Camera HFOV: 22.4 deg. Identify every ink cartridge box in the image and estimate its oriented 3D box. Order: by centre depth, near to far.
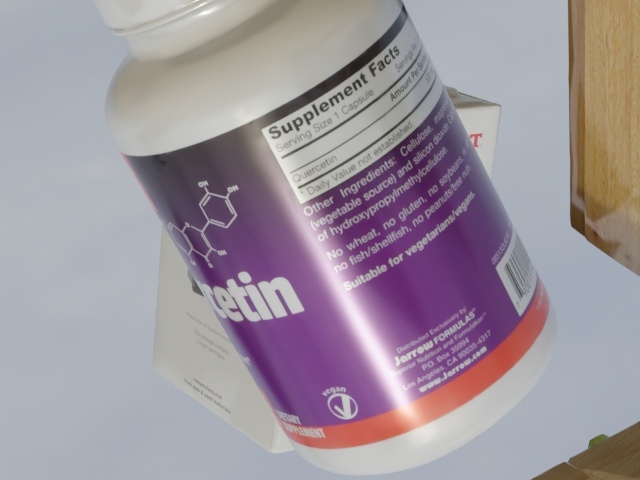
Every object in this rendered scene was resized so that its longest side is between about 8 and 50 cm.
[{"bbox_3d":[0.000,0.000,1.323,0.198,0.270,0.197,-6,-160,-35],"label":"ink cartridge box"}]

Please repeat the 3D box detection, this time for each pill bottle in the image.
[{"bbox_3d":[-0.003,-0.036,0.931,0.181,0.323,0.181,-26,-160,10],"label":"pill bottle"}]

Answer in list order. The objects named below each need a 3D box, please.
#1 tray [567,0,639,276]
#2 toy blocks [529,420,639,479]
[{"bbox_3d":[0.167,-0.181,0.508,0.203,0.411,0.076,-36,-129,-22],"label":"tray"},{"bbox_3d":[0.165,0.188,0.542,0.261,0.191,0.381,-19,-146,-39],"label":"toy blocks"}]
